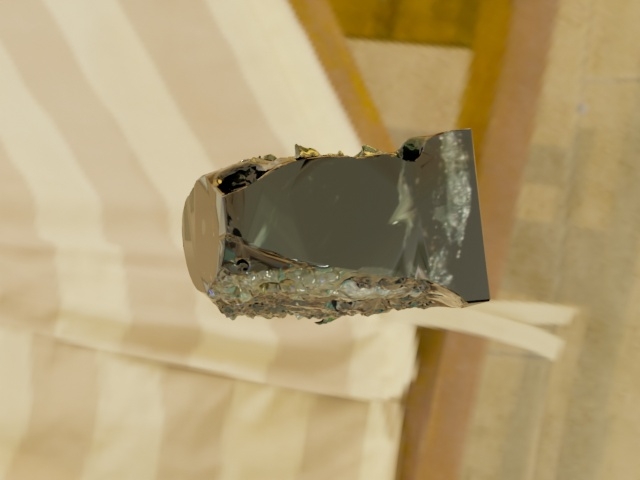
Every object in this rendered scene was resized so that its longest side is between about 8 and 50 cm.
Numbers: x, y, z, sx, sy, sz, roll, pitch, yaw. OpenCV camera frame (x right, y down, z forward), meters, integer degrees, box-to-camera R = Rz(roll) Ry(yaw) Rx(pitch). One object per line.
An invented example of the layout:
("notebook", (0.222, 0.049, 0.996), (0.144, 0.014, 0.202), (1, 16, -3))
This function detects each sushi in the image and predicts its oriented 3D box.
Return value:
("sushi", (0.000, 0.000, 0.580), (0.085, 0.083, 0.056), (155, 110, -71))
